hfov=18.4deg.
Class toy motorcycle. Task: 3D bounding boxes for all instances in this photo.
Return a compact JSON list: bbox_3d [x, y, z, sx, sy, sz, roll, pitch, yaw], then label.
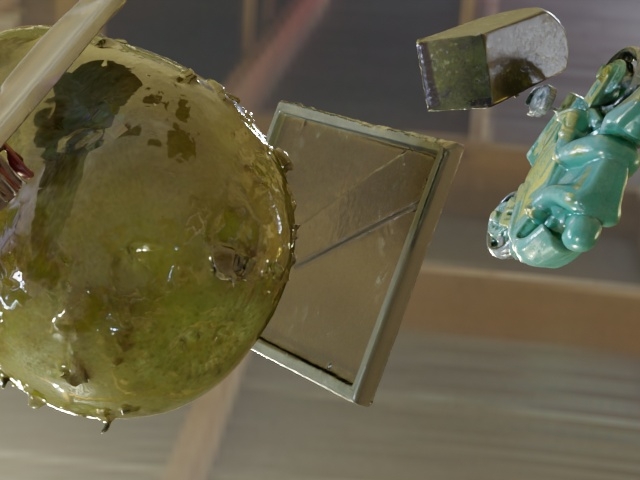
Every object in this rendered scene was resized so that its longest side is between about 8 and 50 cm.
[{"bbox_3d":[0.280,-0.077,2.175,0.109,0.296,0.198,24,-158,-23],"label":"toy motorcycle"}]

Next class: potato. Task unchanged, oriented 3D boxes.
[{"bbox_3d":[-0.170,-0.038,1.496,0.269,0.219,0.359,-34,-130,-1],"label":"potato"}]

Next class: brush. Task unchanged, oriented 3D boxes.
[{"bbox_3d":[-0.209,-0.076,1.354,0.060,0.050,0.321,-15,-149,39],"label":"brush"}]

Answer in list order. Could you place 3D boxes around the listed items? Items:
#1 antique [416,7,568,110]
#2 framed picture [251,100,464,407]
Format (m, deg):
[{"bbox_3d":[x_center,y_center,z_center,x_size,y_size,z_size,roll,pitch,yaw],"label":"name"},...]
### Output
[{"bbox_3d":[0.194,-0.203,2.149,0.081,0.080,0.221,-1,-165,32],"label":"antique"},{"bbox_3d":[0.000,0.000,1.747,0.024,0.232,0.315,20,-179,-29],"label":"framed picture"}]
